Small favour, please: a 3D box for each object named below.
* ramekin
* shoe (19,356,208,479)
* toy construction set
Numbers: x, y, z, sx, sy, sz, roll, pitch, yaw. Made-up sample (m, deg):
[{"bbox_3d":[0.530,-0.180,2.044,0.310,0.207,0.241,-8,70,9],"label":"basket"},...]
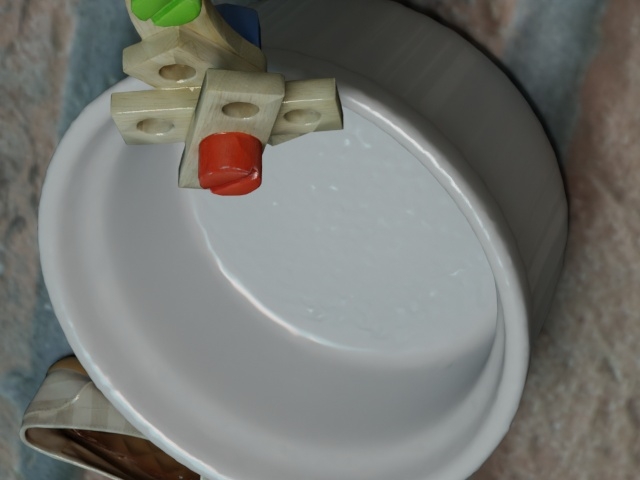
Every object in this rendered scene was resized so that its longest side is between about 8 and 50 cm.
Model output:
[{"bbox_3d":[0.000,0.000,1.066,0.277,0.135,0.277,13,125,20],"label":"ramekin"},{"bbox_3d":[-0.090,0.144,1.248,0.219,0.058,0.076,22,127,13],"label":"shoe"},{"bbox_3d":[-0.073,-0.186,0.878,0.215,0.151,0.327,-37,63,54],"label":"toy construction set"}]
